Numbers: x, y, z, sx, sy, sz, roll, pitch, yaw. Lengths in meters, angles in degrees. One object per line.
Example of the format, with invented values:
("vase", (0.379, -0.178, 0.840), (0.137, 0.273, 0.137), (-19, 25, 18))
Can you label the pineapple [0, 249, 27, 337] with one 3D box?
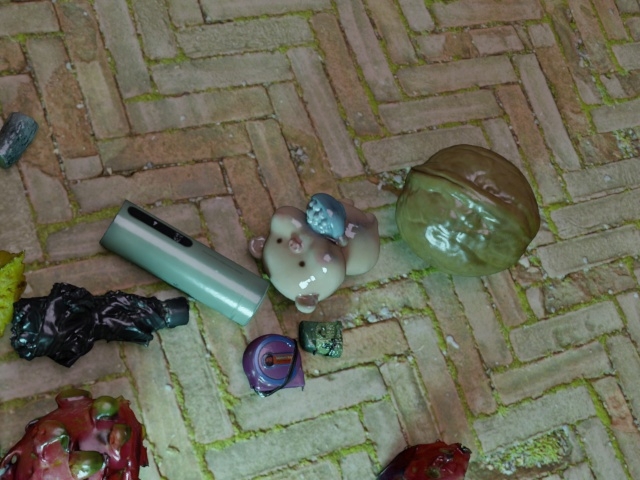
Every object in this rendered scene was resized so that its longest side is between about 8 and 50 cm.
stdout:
("pineapple", (-0.659, 0.123, 1.643), (0.164, 0.140, 0.250), (11, 42, 26))

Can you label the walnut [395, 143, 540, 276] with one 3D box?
("walnut", (0.320, -0.064, 1.977), (0.313, 0.277, 0.252), (34, 25, -13))

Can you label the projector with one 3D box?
("projector", (-0.269, 0.046, 1.802), (0.337, 0.108, 0.108), (31, 64, -9))

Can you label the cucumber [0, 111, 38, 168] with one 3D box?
("cucumber", (-0.607, -0.197, 1.784), (0.064, 0.064, 0.112), (28, 67, -10))

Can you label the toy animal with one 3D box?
("toy animal", (-0.001, 0.013, 1.880), (0.210, 0.230, 0.221), (41, 16, 27))

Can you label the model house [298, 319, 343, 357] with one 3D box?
("model house", (0.000, 0.204, 1.872), (0.083, 0.066, 0.079), (7, 68, -17))

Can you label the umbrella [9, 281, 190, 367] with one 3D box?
("umbrella", (-0.405, 0.165, 1.700), (0.336, 0.128, 0.155), (10, 90, -29))

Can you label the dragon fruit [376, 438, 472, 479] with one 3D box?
("dragon fruit", (0.202, 0.483, 1.801), (0.126, 0.161, 0.274), (40, 65, -7))

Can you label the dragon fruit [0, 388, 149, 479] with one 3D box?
("dragon fruit", (-0.432, 0.401, 1.547), (0.243, 0.227, 0.307), (10, 70, 20))

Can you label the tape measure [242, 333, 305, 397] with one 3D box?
("tape measure", (-0.096, 0.250, 1.817), (0.118, 0.074, 0.125), (0, 77, -27))
